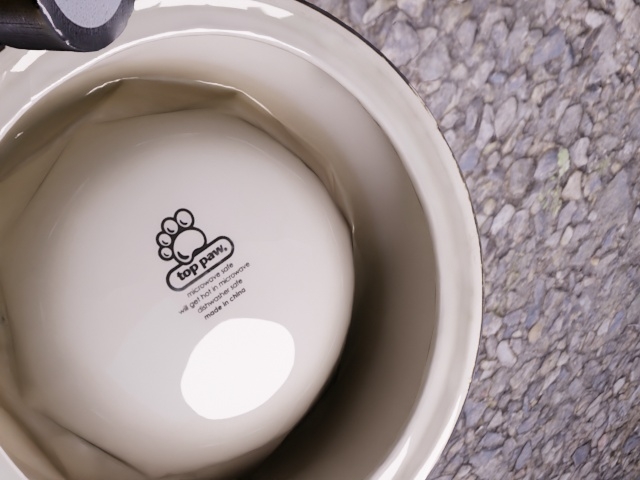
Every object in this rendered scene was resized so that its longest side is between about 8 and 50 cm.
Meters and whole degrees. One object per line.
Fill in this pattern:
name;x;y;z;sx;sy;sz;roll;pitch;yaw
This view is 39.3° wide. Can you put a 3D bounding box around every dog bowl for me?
dog bowl;-0.089;0.035;0.639;0.408;0.150;0.407;1;88;-27

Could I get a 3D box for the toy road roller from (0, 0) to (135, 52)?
toy road roller;-0.247;-0.182;0.380;0.329;0.203;0.240;-46;137;-55
